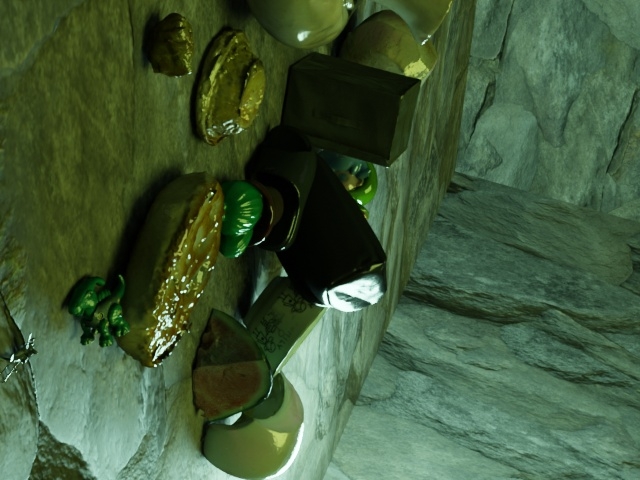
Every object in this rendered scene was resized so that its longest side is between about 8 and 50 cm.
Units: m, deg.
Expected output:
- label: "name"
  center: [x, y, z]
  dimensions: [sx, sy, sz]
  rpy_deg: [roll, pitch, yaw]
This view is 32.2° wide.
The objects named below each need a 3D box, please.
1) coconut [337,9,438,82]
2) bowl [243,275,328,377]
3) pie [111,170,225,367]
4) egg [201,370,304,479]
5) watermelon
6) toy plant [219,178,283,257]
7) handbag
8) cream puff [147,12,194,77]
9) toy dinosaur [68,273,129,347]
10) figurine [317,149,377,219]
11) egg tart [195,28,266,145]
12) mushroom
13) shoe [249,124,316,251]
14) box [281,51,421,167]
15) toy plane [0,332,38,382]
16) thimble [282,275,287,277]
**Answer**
- label: "coconut"
  center: [0.142, -0.390, 2.431]
  dimensions: [0.237, 0.197, 0.237]
  rpy_deg: [-60, 179, -2]
- label: "bowl"
  center: [-0.075, 0.159, 2.297]
  dimensions: [0.237, 0.126, 0.238]
  rpy_deg: [-53, 174, -7]
- label: "pie"
  center: [-0.228, 0.039, 1.718]
  dimensions: [0.315, 0.092, 0.315]
  rpy_deg: [19, 90, -81]
- label: "egg"
  center: [-0.117, 0.413, 2.353]
  dimensions: [0.271, 0.162, 0.206]
  rpy_deg: [-35, 149, -50]
- label: "watermelon"
  center: [-0.153, 0.250, 2.128]
  dimensions: [0.128, 0.146, 0.231]
  rpy_deg: [-60, 159, -44]
- label: "toy plant"
  center: [-0.141, -0.041, 1.934]
  dimensions: [0.200, 0.105, 0.142]
  rpy_deg: [-19, 128, -58]
- label: "handbag"
  center: [-0.003, 0.001, 2.196]
  dimensions: [0.178, 0.302, 0.275]
  rpy_deg: [-28, 160, -8]
- label: "cream puff"
  center: [-0.203, -0.262, 1.495]
  dimensions: [0.083, 0.058, 0.083]
  rpy_deg: [-52, -132, 50]
- label: "toy dinosaur"
  center: [-0.305, 0.090, 1.542]
  dimensions: [0.132, 0.059, 0.096]
  rpy_deg: [-52, 141, -57]
- label: "figurine"
  center: [0.046, -0.098, 2.427]
  dimensions: [0.143, 0.162, 0.263]
  rpy_deg: [34, 44, -43]
- label: "egg tart"
  center: [-0.138, -0.238, 1.767]
  dimensions: [0.191, 0.074, 0.191]
  rpy_deg: [18, 90, -79]
- label: "mushroom"
  center: [0.014, -0.444, 1.768]
  dimensions: [0.356, 0.315, 0.315]
  rpy_deg: [40, 62, -37]
- label: "shoe"
  center: [-0.078, -0.102, 2.047]
  dimensions: [0.093, 0.108, 0.241]
  rpy_deg: [28, 70, -68]
- label: "box"
  center: [0.058, -0.258, 2.172]
  dimensions: [0.155, 0.231, 0.149]
  rpy_deg: [-45, 149, -61]
- label: "toy plane"
  center: [-0.374, 0.143, 1.383]
  dimensions: [0.078, 0.024, 0.084]
  rpy_deg: [-57, 170, 14]
- label: "thimble"
  center: [-0.051, 0.131, 2.458]
  dimensions: [0.102, 0.115, 0.090]
  rpy_deg: [16, 92, -65]
